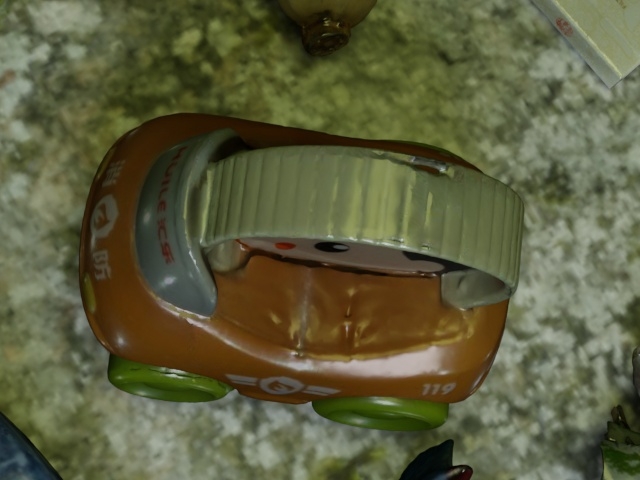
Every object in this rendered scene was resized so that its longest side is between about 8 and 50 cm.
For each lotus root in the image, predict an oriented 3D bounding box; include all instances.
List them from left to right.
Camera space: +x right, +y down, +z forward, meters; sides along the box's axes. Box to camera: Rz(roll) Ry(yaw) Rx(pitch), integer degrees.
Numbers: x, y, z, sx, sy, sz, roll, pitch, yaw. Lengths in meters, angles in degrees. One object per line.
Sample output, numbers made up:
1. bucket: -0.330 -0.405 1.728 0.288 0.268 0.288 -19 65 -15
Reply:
1. lotus root: 0.000 -0.177 1.063 0.073 0.062 0.150 -4 79 -15

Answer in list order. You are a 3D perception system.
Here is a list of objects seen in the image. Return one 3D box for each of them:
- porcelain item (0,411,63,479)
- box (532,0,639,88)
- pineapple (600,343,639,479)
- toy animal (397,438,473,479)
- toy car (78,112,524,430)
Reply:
1. porcelain item: -0.168 0.149 0.902 0.114 0.147 0.147 -38 88 -19
2. box: 0.199 -0.173 1.130 0.167 0.024 0.090 -41 89 -18
3. pineapple: 0.281 0.122 1.007 0.271 0.262 0.263 -4 77 9
4. toy animal: 0.047 0.219 0.932 0.239 0.176 0.255 23 79 -11
5. toy car: 0.000 0.000 0.941 0.235 0.235 0.145 9 75 -11
